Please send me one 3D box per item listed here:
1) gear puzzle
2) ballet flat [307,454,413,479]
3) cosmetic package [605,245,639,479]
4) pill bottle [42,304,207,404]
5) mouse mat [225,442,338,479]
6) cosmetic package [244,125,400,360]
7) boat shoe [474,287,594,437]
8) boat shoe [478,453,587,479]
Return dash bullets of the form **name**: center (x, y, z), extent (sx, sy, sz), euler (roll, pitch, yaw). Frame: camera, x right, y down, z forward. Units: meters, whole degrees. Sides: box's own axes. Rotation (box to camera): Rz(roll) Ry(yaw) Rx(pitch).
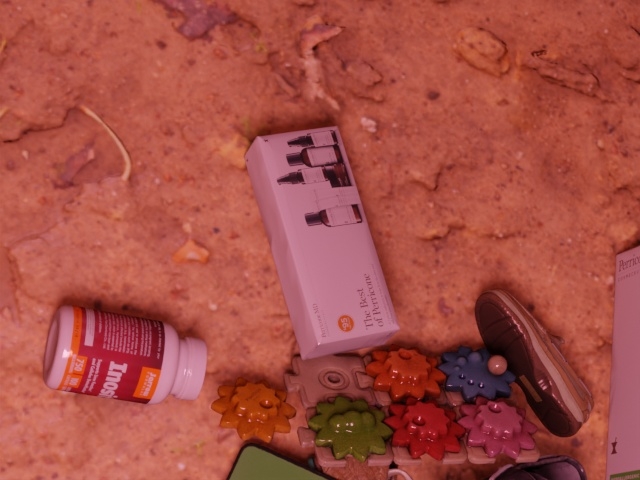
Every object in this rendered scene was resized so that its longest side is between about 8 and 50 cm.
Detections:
- **gear puzzle**: center (0.053, 0.159, 1.558), extent (0.339, 0.044, 0.175), euler (1, 38, -15)
- **ballet flat**: center (0.095, 0.351, 1.524), extent (0.124, 0.116, 0.342), euler (-20, 72, 4)
- **cosmetic package**: center (0.430, 0.180, 1.672), extent (0.155, 0.197, 0.366), euler (10, 72, -18)
- **pill bottle**: center (-0.194, 0.117, 1.507), extent (0.152, 0.086, 0.086), euler (11, 74, -18)
- **mouse mat**: center (-0.050, 0.313, 1.504), extent (0.152, 0.007, 0.190), euler (22, 79, 18)
- **cosmetic package**: center (0.000, 0.000, 1.604), extent (0.099, 0.060, 0.239), euler (-11, 72, -21)
- **boat shoe**: center (0.243, 0.127, 1.690), extent (0.072, 0.068, 0.190), euler (-39, 103, -36)
- **boat shoe**: center (0.196, 0.279, 1.519), extent (0.301, 0.102, 0.108), euler (-7, 68, -62)
